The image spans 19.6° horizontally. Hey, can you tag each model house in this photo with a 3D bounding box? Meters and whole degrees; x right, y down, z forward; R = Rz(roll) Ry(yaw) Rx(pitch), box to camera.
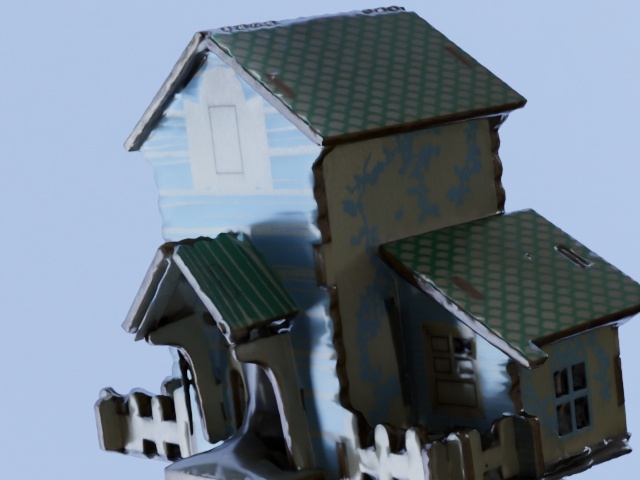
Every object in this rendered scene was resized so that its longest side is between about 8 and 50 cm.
[{"bbox_3d":[0.000,0.000,0.842,0.178,0.271,0.206,-10,-81,-39],"label":"model house"}]

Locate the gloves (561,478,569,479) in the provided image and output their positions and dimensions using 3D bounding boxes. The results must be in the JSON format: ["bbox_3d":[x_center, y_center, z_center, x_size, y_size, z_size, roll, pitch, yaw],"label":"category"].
[{"bbox_3d":[0.123,0.166,1.212,0.097,0.119,0.229,-45,-119,4],"label":"gloves"}]
